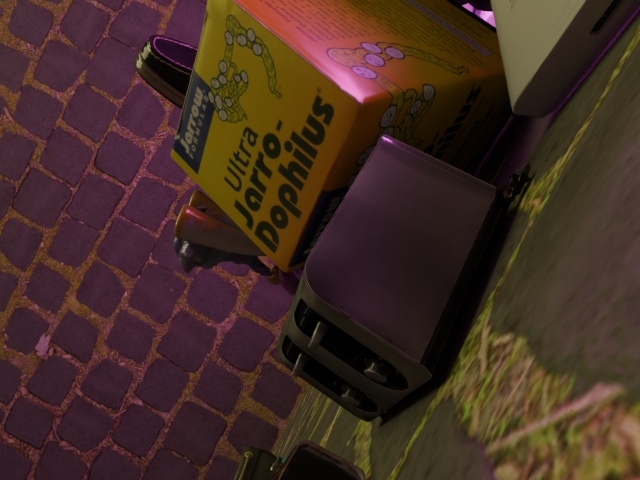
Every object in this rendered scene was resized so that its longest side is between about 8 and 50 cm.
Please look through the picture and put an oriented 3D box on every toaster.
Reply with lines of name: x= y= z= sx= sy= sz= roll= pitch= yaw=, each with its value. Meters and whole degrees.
toaster: x=0.052 y=0.028 z=0.458 sx=0.186 sy=0.110 sz=0.168 roll=-59 pitch=-4 yaw=-28

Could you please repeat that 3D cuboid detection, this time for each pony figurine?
pony figurine: x=0.000 y=0.000 z=0.792 sx=0.303 sy=0.363 sz=0.351 roll=126 pitch=160 yaw=-62

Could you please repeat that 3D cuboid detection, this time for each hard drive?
hard drive: x=0.186 y=-0.282 z=0.463 sx=0.203 sy=0.040 sz=0.307 roll=112 pitch=162 yaw=-60

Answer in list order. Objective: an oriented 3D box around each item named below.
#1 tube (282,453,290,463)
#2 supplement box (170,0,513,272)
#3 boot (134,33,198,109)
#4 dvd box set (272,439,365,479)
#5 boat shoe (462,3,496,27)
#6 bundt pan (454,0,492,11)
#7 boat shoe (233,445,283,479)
tube: x=-0.089 y=0.447 z=1.077 sx=0.207 sy=0.052 sz=0.080 roll=-58 pitch=3 yaw=35
supplement box: x=0.051 y=-0.146 z=0.647 sx=0.356 sy=0.195 sz=0.194 roll=-24 pitch=-31 yaw=-44
boot: x=-0.041 y=-0.280 z=0.839 sx=0.284 sy=0.377 sz=0.138 roll=-56 pitch=23 yaw=34
dvd box set: x=-0.113 y=0.373 z=0.447 sx=0.307 sy=0.062 sz=0.420 roll=-55 pitch=-7 yaw=-46
boat shoe: x=0.213 y=-0.312 z=0.974 sx=0.340 sy=0.127 sz=0.158 roll=-62 pitch=8 yaw=-28
bundt pan: x=0.188 y=-0.412 z=0.685 sx=0.124 sy=0.331 sz=0.331 roll=-56 pitch=-6 yaw=-30
boat shoe: x=-0.130 y=0.418 z=0.777 sx=0.305 sy=0.091 sz=0.109 roll=-58 pitch=-12 yaw=-39
